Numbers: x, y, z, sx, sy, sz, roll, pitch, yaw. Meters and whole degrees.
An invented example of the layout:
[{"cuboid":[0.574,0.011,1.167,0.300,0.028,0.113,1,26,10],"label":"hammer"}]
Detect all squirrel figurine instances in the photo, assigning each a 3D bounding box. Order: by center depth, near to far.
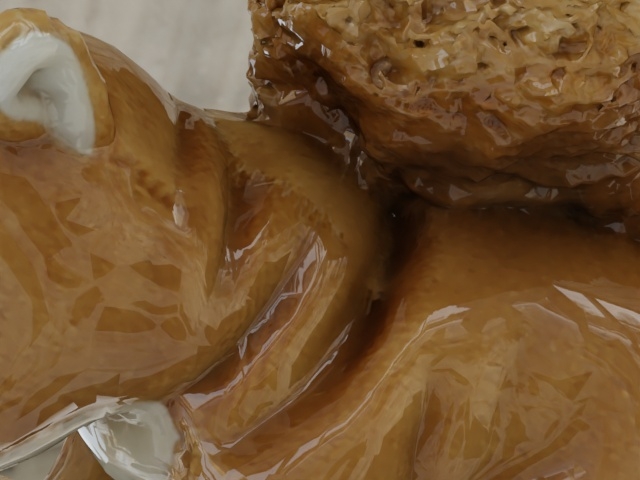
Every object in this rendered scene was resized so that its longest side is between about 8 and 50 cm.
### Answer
[{"cuboid":[0.000,0.000,0.706,0.370,0.281,0.397,38,-94,-22],"label":"squirrel figurine"}]
